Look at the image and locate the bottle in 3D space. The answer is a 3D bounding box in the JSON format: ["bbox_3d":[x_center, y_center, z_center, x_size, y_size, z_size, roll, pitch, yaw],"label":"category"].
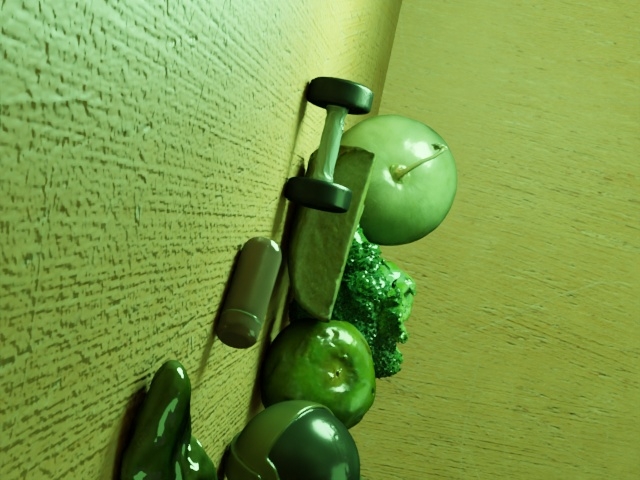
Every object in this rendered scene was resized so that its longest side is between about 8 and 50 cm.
[{"bbox_3d":[-0.086,0.063,1.494,0.053,0.053,0.140,95,8,-54],"label":"bottle"}]

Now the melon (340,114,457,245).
[{"bbox_3d":[0.131,-0.112,2.333,0.308,0.272,0.271,18,84,-71],"label":"melon"}]

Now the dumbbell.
[{"bbox_3d":[0.013,-0.141,1.841,0.100,0.100,0.191,53,49,-83],"label":"dumbbell"}]

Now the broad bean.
[{"bbox_3d":[-0.148,0.209,1.150,0.153,0.072,0.206,-76,164,-46],"label":"broad bean"}]

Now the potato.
[{"bbox_3d":[0.000,0.000,1.979,0.269,0.112,0.255,94,12,-72],"label":"potato"}]

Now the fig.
[{"bbox_3d":[-0.024,0.242,2.098,0.275,0.206,0.206,-35,-142,63],"label":"fig"}]

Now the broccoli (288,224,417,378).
[{"bbox_3d":[0.071,0.108,2.224,0.245,0.265,0.294,-35,104,-44],"label":"broccoli"}]

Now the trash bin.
[{"bbox_3d":[-0.052,0.396,1.812,0.214,0.214,0.333,-54,161,-78],"label":"trash bin"}]
